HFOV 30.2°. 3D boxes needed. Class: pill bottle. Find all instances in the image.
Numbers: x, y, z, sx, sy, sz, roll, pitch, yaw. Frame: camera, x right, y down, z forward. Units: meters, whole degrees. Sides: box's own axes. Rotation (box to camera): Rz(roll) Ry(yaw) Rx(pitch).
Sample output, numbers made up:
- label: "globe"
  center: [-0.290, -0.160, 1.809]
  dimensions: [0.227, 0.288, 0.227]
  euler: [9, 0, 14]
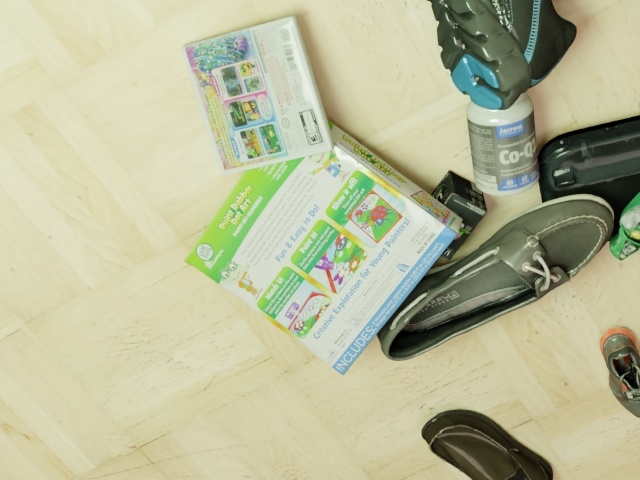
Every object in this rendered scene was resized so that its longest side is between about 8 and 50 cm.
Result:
- label: "pill bottle"
  center: [0.211, -0.128, 1.380]
  dimensions: [0.078, 0.078, 0.137]
  euler: [-9, 122, 5]

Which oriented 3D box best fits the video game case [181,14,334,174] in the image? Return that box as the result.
- label: "video game case"
  center: [-0.071, -0.163, 1.351]
  dimensions: [0.143, 0.019, 0.157]
  euler: [-11, 106, 22]

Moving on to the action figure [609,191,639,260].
- label: "action figure"
  center: [0.429, -0.047, 1.379]
  dimensions: [0.137, 0.063, 0.232]
  euler: [25, 131, -32]

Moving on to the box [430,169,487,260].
- label: "box"
  center: [0.157, -0.030, 1.448]
  dimensions: [0.052, 0.062, 0.083]
  euler: [27, 118, -16]

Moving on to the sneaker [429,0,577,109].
- label: "sneaker"
  center: [0.155, -0.313, 1.262]
  dimensions: [0.139, 0.125, 0.341]
  euler: [-35, 111, -20]

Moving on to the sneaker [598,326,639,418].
- label: "sneaker"
  center: [0.413, 0.191, 1.583]
  dimensions: [0.061, 0.065, 0.158]
  euler: [-25, 118, 15]

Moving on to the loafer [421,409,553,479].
- label: "loafer"
  center: [0.239, 0.307, 1.646]
  dimensions: [0.220, 0.078, 0.080]
  euler: [28, 117, -16]

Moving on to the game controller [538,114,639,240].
- label: "game controller"
  center: [0.424, -0.084, 1.428]
  dimensions: [0.319, 0.067, 0.166]
  euler: [-12, 135, 8]

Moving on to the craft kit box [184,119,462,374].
- label: "craft kit box"
  center: [0.000, 0.000, 1.434]
  dimensions: [0.246, 0.061, 0.250]
  euler: [36, 116, -4]

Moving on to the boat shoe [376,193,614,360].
- label: "boat shoe"
  center: [0.212, 0.057, 1.452]
  dimensions: [0.335, 0.095, 0.112]
  euler: [-27, 126, 28]
